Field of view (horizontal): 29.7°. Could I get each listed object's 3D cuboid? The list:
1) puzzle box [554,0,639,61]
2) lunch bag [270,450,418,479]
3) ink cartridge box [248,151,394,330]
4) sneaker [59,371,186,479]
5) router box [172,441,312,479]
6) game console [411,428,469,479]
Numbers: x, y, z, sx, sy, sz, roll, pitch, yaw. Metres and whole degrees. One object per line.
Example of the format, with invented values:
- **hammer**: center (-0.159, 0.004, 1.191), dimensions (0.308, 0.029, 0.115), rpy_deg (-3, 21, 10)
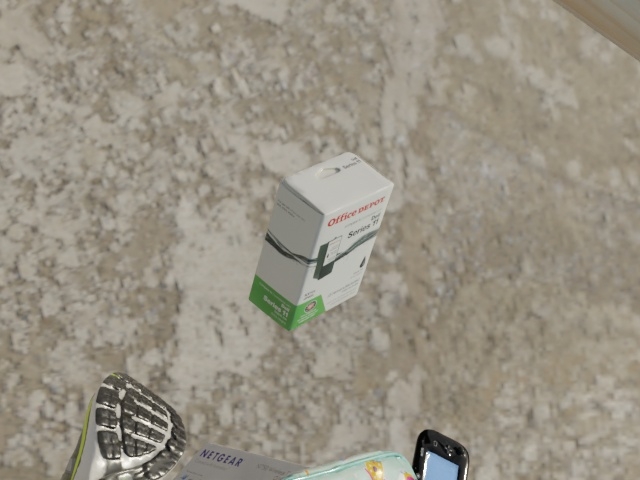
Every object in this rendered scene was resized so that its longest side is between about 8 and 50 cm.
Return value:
- **puzzle box**: center (0.211, -0.243, 0.987), dimensions (0.272, 0.052, 0.409), rpy_deg (32, 23, -7)
- **lunch bag**: center (0.026, 0.348, 1.277), dimensions (0.279, 0.108, 0.224), rpy_deg (0, 69, -52)
- **ink cartridge box**: center (0.000, 0.000, 1.649), dimensions (0.087, 0.208, 0.153), rpy_deg (38, 42, 26)
- **sneaker**: center (-0.215, 0.243, 1.150), dimensions (0.111, 0.121, 0.300), rpy_deg (39, 29, -17)
- **router box**: center (-0.161, 0.455, 1.795), dimensions (0.301, 0.335, 0.082), rpy_deg (-48, 115, -27)
- **game console**: center (0.164, 0.459, 1.931), dimensions (0.213, 0.044, 0.361), rpy_deg (35, 45, -21)
